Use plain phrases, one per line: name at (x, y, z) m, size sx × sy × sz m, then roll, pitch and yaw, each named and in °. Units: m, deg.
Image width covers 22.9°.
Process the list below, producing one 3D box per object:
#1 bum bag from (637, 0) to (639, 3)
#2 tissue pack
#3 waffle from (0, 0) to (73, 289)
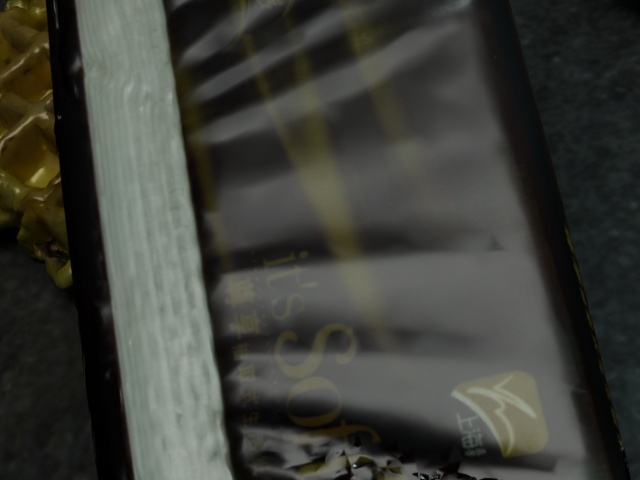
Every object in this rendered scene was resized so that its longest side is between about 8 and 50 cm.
bum bag at (0.164, -0.168, 0.907) m, size 0.124 × 0.034 × 0.058 m, roll 30°, pitch 56°, yaw 33°
tissue pack at (0.000, 0.000, 0.663) m, size 0.198 × 0.210 × 0.370 m, roll -11°, pitch 63°, yaw 2°
waffle at (-0.076, -0.095, 0.902) m, size 0.329 × 0.062 × 0.329 m, roll -8°, pitch 51°, yaw 9°
